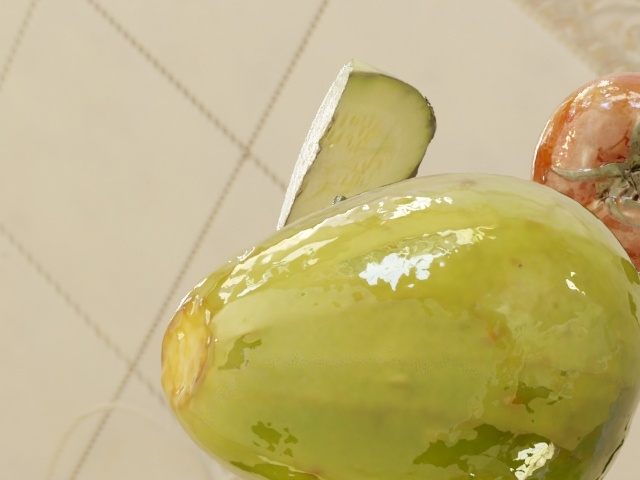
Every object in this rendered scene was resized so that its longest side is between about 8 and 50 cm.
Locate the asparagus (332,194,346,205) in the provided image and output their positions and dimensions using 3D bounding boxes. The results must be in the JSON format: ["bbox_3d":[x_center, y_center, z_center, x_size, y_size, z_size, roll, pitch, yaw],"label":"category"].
[{"bbox_3d":[0.000,0.000,1.850,0.015,0.114,0.014,-9,134,46],"label":"asparagus"}]

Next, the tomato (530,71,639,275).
[{"bbox_3d":[0.344,-0.068,1.925,0.236,0.095,0.237,0,86,1],"label":"tomato"}]

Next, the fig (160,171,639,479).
[{"bbox_3d":[0.054,0.078,1.225,0.258,0.326,0.258,180,90,-75],"label":"fig"}]

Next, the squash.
[{"bbox_3d":[0.059,-0.101,2.054,0.155,0.204,0.237,23,118,-8],"label":"squash"}]
